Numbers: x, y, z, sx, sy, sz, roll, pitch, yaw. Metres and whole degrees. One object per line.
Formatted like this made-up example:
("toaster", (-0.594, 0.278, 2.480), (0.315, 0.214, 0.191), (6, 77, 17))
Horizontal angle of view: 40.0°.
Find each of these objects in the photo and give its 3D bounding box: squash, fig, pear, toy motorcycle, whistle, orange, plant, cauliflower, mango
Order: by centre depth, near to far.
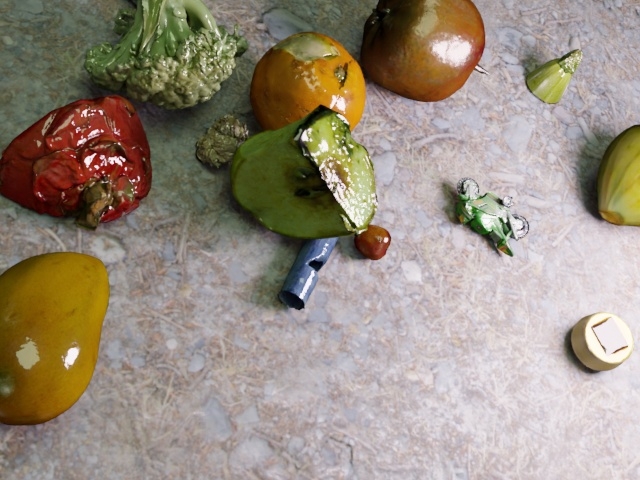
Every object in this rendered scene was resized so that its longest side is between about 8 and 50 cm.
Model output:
("mango", (-0.453, 0.146, 1.418), (0.211, 0.173, 0.317), (23, 51, -9))
("pear", (-0.040, -0.110, 1.690), (0.238, 0.255, 0.164), (54, 43, -20))
("cauliflower", (-0.302, -0.393, 1.715), (0.327, 0.260, 0.281), (-11, 88, -34))
("whistle", (0.000, 0.000, 1.737), (0.062, 0.062, 0.304), (30, 57, -5))
("plant", (-0.184, -0.189, 1.769), (0.122, 0.104, 0.116), (36, 90, -33))
("orange", (-0.025, -0.299, 1.789), (0.240, 0.240, 0.240), (9, 61, -17))
("toy motorcycle", (0.364, -0.054, 1.908), (0.190, 0.074, 0.106), (38, 66, -1))
("fig", (0.747, -0.140, 2.024), (0.271, 0.239, 0.239), (-38, 81, -6))
("squash", (0.582, -0.411, 2.143), (0.105, 0.132, 0.105), (11, 59, -18))

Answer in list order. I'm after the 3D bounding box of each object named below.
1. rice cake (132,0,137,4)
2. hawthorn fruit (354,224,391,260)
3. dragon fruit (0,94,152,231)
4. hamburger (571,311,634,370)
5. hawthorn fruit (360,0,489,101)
("rice cake", (-0.383, -0.536, 1.864), (0.336, 0.063, 0.066), (42, 54, 3))
("hawthorn fruit", (0.105, 0.003, 1.775), (0.077, 0.077, 0.077), (9, 61, -17))
("dragon fruit", (-0.409, -0.147, 1.598), (0.317, 0.152, 0.205), (-36, 82, -33))
("hamburger", (0.597, 0.211, 1.855), (0.141, 0.081, 0.126), (-38, 80, -20))
("hawthorn fruit", (0.243, -0.433, 1.951), (0.301, 0.268, 0.268), (28, 56, -18))
